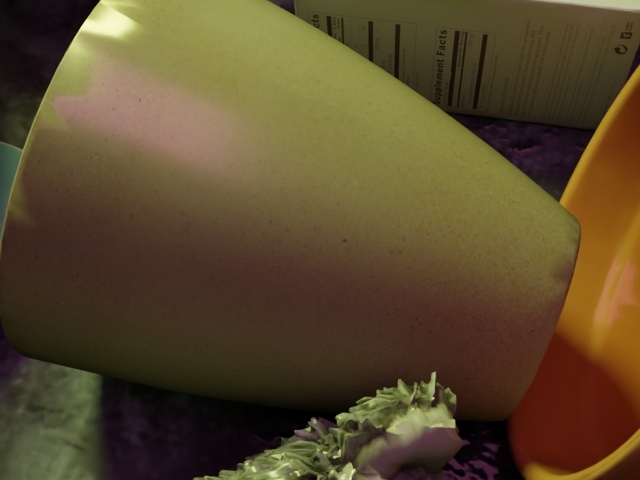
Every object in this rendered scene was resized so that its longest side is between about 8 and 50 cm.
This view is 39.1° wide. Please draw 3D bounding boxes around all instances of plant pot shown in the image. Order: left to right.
[{"bbox_3d":[0.000,0.000,0.540,0.274,0.256,0.256,21,62,5],"label":"plant pot"},{"bbox_3d":[0.254,0.032,0.481,0.203,0.291,0.291,23,62,-2],"label":"plant pot"}]

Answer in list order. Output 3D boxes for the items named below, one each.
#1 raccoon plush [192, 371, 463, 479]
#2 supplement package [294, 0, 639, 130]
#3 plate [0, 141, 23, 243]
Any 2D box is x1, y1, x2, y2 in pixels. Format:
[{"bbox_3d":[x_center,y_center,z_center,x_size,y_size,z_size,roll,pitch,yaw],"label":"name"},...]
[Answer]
[{"bbox_3d":[-0.125,0.132,0.408,0.446,0.216,0.299,38,60,-12],"label":"raccoon plush"},{"bbox_3d":[0.113,-0.189,0.690,0.244,0.134,0.139,9,60,9],"label":"supplement package"},{"bbox_3d":[-0.283,-0.023,0.650,0.188,0.024,0.188,7,35,-5],"label":"plate"}]
